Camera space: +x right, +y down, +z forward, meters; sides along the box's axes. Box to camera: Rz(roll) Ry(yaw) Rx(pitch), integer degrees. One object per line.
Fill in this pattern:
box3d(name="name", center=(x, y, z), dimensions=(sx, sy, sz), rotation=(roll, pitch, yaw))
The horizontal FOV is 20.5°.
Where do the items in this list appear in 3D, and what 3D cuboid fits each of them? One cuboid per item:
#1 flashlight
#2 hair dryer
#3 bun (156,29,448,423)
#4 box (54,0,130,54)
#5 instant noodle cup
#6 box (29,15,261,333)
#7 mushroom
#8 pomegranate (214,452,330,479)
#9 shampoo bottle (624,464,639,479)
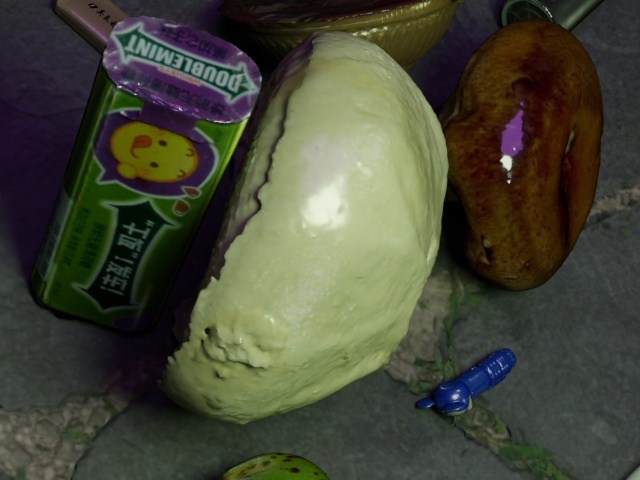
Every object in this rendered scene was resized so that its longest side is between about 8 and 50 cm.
box3d(name="flashlight", center=(0.152, 0.145, 1.761), dimensions=(0.121, 0.057, 0.035), rotation=(-29, 112, -39))
box3d(name="hair dryer", center=(0.226, -0.348, 2.048), dimensions=(0.248, 0.078, 0.195), rotation=(40, 54, 9))
box3d(name="bun", center=(0.002, 0.004, 1.578), dimensions=(0.202, 0.364, 0.364), rotation=(22, 57, -4))
box3d(name="box", center=(-0.218, -0.218, 1.818), dimensions=(0.115, 0.025, 0.048), rotation=(42, 54, 5))
box3d(name="instant noodle cup", center=(0.034, -0.220, 1.833), dimensions=(0.274, 0.274, 0.090), rotation=(-19, 111, -29))
box3d(name="box", center=(-0.161, -0.048, 1.554), dimensions=(0.134, 0.345, 0.097), rotation=(18, 53, -8))
box3d(name="mushroom", center=(0.192, -0.097, 1.826), dimensions=(0.267, 0.267, 0.254), rotation=(-22, 39, -30))
box3d(name="pomegranate", center=(-0.024, 0.260, 1.573), dimensions=(0.169, 0.122, 0.143), rotation=(26, 27, -3))
box3d(name="shampoo bottle", center=(0.315, 0.275, 1.746), dimensions=(0.152, 0.045, 0.077), rotation=(-34, 79, -32))
